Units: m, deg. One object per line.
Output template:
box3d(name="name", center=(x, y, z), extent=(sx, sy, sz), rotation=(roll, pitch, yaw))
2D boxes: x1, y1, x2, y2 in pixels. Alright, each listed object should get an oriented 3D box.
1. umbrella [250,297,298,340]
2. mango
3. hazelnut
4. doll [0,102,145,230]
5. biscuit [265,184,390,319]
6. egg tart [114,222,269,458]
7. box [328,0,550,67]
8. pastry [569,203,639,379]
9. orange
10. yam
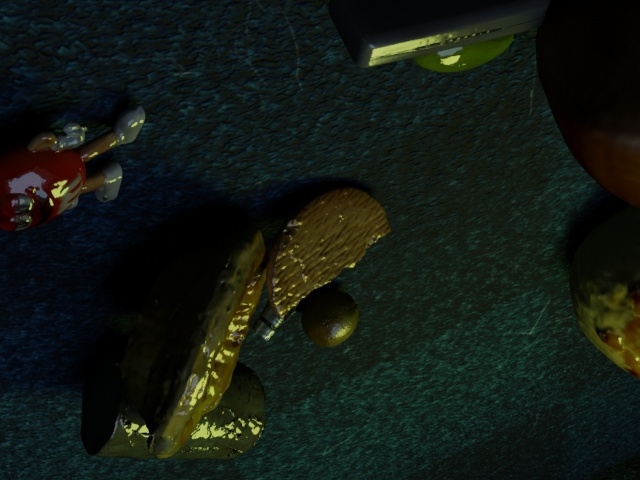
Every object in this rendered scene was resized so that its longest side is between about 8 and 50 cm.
box3d(name="umbrella", center=(-0.035, 0.058, 1.827), extent=(0.046, 0.050, 0.188), rotation=(36, 88, -17))
box3d(name="mango", center=(0.176, -0.247, 1.549), extent=(0.165, 0.074, 0.091), rotation=(-8, 144, -30))
box3d(name="hazelnut", center=(0.421, -0.203, 1.522), extent=(0.315, 0.373, 0.372), rotation=(-6, 158, 23))
box3d(name="doll", center=(-0.307, -0.073, 1.432), extent=(0.217, 0.085, 0.183), rotation=(-17, 152, -36))
box3d(name="biscuit", center=(-0.001, 0.000, 1.773), extent=(0.224, 0.033, 0.145), rotation=(-40, 128, -25))
box3d(name="egg tart", center=(-0.176, 0.124, 1.713), extent=(0.132, 0.341, 0.341), rotation=(22, 142, 4))
box3d(name="box", center=(0.136, -0.268, 1.452), extent=(0.243, 0.103, 0.055), rotation=(-16, 153, -19))
box3d(name="pastry", center=(0.626, 0.082, 2.199), extent=(0.388, 0.313, 0.388), rotation=(-21, 155, -10))
box3d(name="orange", center=(0.017, 0.122, 2.002), extent=(0.095, 0.085, 0.085), rotation=(-30, 151, 9))
box3d(name="yam", center=(-0.233, 0.247, 1.913), extent=(0.168, 0.168, 0.304), rotation=(-43, 146, 27))
